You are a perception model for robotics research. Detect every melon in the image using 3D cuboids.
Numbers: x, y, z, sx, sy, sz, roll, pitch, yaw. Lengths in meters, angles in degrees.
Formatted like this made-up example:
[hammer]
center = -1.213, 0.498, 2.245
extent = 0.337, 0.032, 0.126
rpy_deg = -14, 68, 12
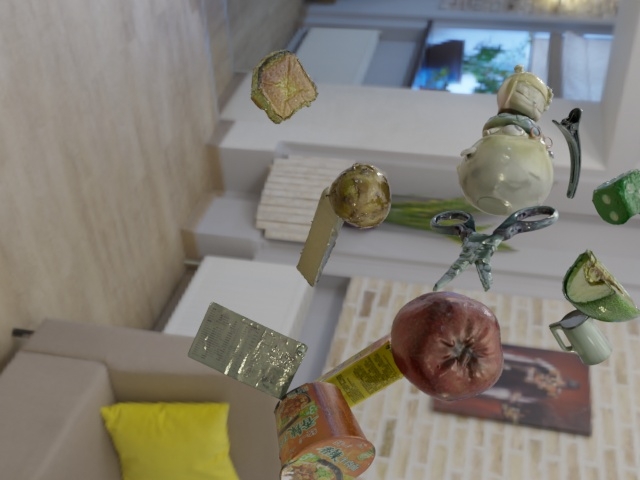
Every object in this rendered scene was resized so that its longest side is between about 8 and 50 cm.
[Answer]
[melon]
center = 0.765, 0.159, 2.105
extent = 0.129, 0.169, 0.265
rpy_deg = -44, -166, 18

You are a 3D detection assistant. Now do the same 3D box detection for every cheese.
[cheese]
center = -0.001, 0.002, 1.952
extent = 0.085, 0.034, 0.400
rpy_deg = 56, -25, 18

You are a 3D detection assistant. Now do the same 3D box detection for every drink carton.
[drink carton]
center = 0.107, 0.379, 2.142
extent = 0.111, 0.351, 0.154
rpy_deg = 56, 26, 3

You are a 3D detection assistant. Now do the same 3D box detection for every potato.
[potato]
center = 0.086, -0.092, 1.596
extent = 0.176, 0.137, 0.137
rpy_deg = -31, 126, -76

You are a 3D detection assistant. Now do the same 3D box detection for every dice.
[dice]
center = 0.843, -0.121, 2.134
extent = 0.120, 0.128, 0.131
rpy_deg = 61, -18, -1

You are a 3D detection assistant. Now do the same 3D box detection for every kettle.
[kettle]
center = 0.778, 0.284, 2.294
extent = 0.098, 0.127, 0.148
rpy_deg = -43, 107, -20

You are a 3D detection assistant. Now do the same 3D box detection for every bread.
[bread]
center = -0.087, -0.329, 1.655
extent = 0.128, 0.069, 0.140
rpy_deg = -43, 108, -17

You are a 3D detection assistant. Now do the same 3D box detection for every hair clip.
[hair clip]
center = 0.574, -0.190, 1.755
extent = 0.039, 0.070, 0.229
rpy_deg = 49, -16, 53

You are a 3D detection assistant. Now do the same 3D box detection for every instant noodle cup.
[instant noodle cup]
center = -0.006, 0.459, 1.829
extent = 0.230, 0.230, 0.182
rpy_deg = 83, -11, -46

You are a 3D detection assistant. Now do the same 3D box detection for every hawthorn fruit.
[hawthorn fruit]
center = 0.302, 0.256, 1.927
extent = 0.275, 0.300, 0.275
rpy_deg = -7, 103, -33

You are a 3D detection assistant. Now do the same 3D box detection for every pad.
[pad]
center = -0.181, 0.273, 1.895
extent = 0.009, 0.265, 0.159
rpy_deg = -60, 174, -78

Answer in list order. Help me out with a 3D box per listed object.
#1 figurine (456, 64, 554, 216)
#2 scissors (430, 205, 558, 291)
[figurine]
center = 0.413, -0.231, 1.745
extent = 0.227, 0.275, 0.394
rpy_deg = 34, 61, -25
[scissors]
center = 0.300, 0.011, 1.430
extent = 0.383, 0.256, 0.029
rpy_deg = -48, 131, -61
